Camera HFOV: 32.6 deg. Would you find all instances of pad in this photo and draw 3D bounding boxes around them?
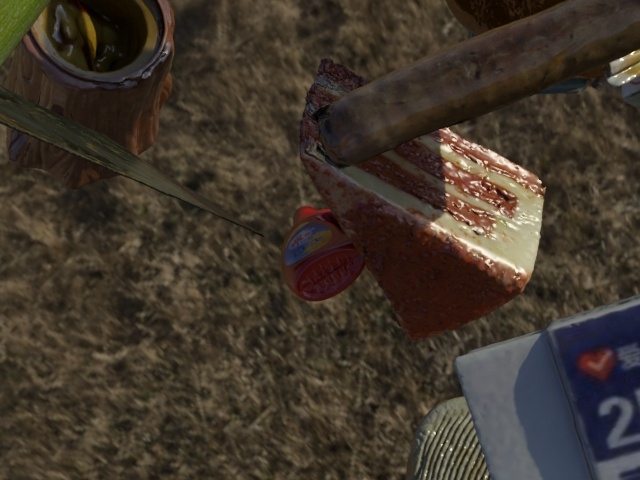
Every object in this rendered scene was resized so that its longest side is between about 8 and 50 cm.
[{"bbox_3d":[-0.227,-0.098,0.943,0.247,0.367,0.007,31,93,32],"label":"pad"}]

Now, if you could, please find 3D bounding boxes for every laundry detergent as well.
[{"bbox_3d":[0.000,0.000,1.142,0.097,0.049,0.165,-31,24,6],"label":"laundry detergent"}]

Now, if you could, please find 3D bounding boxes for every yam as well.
[{"bbox_3d":[0.118,-0.106,0.633,0.263,0.046,0.046,-23,52,4],"label":"yam"}]

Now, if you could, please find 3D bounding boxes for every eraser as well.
[{"bbox_3d":[0.189,0.086,0.563,0.210,0.068,0.125,-19,85,16],"label":"eraser"}]

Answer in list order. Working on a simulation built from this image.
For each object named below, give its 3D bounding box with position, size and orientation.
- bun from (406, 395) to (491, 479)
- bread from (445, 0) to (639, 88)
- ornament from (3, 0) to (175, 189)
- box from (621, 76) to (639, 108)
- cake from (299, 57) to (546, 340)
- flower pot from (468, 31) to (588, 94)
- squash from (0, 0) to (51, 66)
[{"bbox_3d":[0.192,0.296,1.421,0.173,0.113,0.167,-36,54,-6],"label":"bun"},{"bbox_3d":[0.193,-0.224,0.926,0.107,0.136,0.241,-23,34,-19],"label":"bread"},{"bbox_3d":[-0.273,-0.210,1.288,0.235,0.217,0.221,-28,80,-25],"label":"ornament"},{"bbox_3d":[0.428,-0.295,1.309,0.135,0.079,0.270,-19,62,51],"label":"box"},{"bbox_3d":[0.104,-0.048,1.022,0.159,0.262,0.158,-12,41,27],"label":"cake"},{"bbox_3d":[0.351,-0.368,1.718,0.209,0.239,0.190,21,40,-6],"label":"flower pot"},{"bbox_3d":[-0.195,-0.137,0.615,0.069,0.069,0.239,6,52,27],"label":"squash"}]
